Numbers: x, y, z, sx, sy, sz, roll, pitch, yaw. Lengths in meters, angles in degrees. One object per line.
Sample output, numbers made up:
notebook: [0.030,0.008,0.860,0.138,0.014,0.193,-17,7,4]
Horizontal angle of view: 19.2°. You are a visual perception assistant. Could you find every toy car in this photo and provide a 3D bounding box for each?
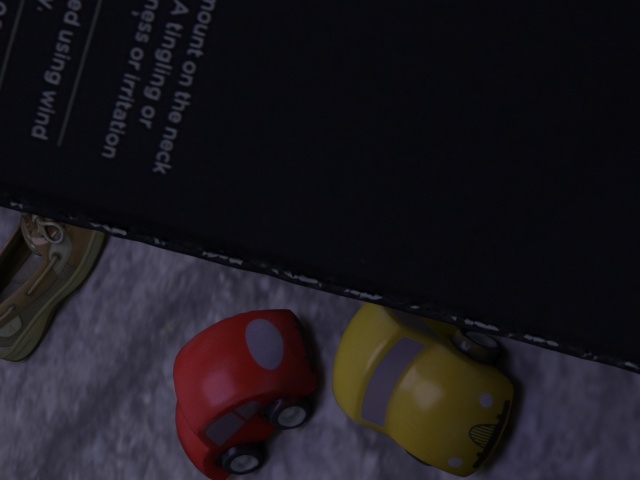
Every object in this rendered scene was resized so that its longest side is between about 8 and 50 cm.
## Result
toy car: [0.000,0.000,0.894,0.239,0.053,0.225,-10,72,52]

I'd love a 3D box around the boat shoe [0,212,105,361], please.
boat shoe: [-0.174,0.011,1.136,0.153,0.048,0.056,-53,42,30]

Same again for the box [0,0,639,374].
box: [0.014,-0.086,0.593,0.343,0.313,0.179,-142,69,-77]
